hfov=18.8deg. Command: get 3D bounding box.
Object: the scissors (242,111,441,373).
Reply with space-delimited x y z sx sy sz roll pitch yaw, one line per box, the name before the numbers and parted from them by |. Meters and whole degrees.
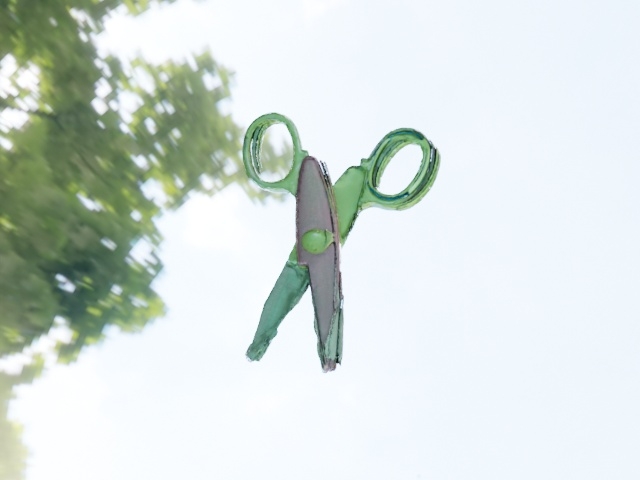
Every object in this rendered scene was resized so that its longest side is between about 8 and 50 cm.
scissors | 0.000 0.000 1.253 0.134 0.020 0.187 8 -118 10
